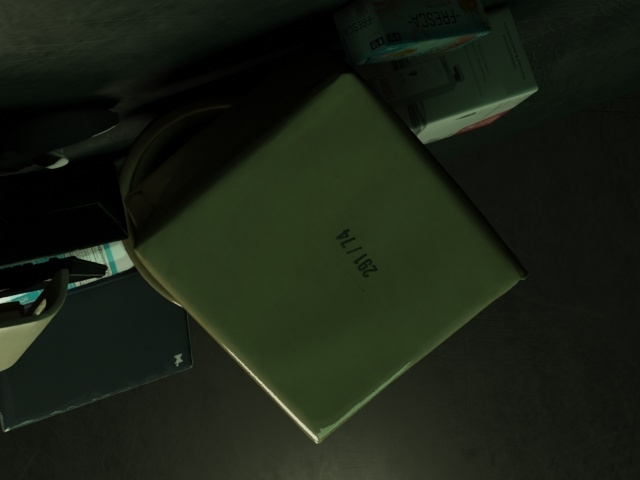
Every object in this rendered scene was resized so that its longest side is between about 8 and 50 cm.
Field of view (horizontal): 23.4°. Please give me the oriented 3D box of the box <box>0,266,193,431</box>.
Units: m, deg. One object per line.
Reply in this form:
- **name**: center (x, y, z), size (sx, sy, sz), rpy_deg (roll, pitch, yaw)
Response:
- **box**: center (-0.381, 0.096, 2.192), size (0.296, 0.182, 0.294), rpy_deg (-18, -153, -29)

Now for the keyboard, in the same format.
- **keyboard**: center (-0.427, 0.058, 1.809), size (0.317, 0.033, 0.201), rpy_deg (-13, 176, 15)

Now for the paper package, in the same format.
- **paper package**: center (0.000, 0.000, 1.691), size (0.309, 0.325, 0.168), rpy_deg (-40, -157, 4)

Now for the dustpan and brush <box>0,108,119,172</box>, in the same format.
- **dustpan and brush**: center (-0.298, -0.093, 1.599), size (0.147, 0.060, 0.211), rpy_deg (-20, 175, 11)

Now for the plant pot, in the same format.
- **plant pot**: center (-0.112, -0.060, 1.875), size (0.263, 0.263, 0.229), rpy_deg (-19, -167, 0)

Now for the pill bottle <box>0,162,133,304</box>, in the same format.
- **pill bottle**: center (-0.331, -0.011, 1.983), size (0.264, 0.146, 0.146), rpy_deg (-19, 176, -9)

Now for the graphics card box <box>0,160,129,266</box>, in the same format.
- **graphics card box**: center (-0.414, -0.004, 1.607), size (0.371, 0.094, 0.233), rpy_deg (-10, -178, 30)

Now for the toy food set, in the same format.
- **toy food set**: center (-0.442, 0.093, 1.684), size (0.306, 0.092, 0.220), rpy_deg (-9, 165, -27)

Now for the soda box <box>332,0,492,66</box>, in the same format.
- **soda box**: center (0.099, -0.229, 1.630), size (0.183, 0.063, 0.058), rpy_deg (-15, 174, -46)

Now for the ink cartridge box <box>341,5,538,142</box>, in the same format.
- **ink cartridge box**: center (0.099, -0.179, 1.941), size (0.283, 0.117, 0.207), rpy_deg (-19, 176, -13)
